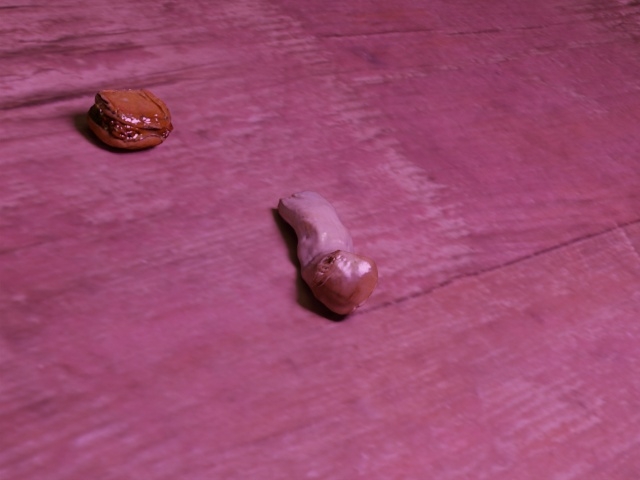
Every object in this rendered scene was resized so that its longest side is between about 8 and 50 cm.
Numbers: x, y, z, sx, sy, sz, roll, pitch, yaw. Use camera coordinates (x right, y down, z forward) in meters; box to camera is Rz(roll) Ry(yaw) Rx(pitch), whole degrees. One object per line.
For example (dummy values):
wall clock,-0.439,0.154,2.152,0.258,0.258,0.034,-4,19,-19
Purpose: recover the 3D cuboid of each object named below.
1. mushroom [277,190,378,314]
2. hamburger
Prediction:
mushroom,0.003,0.000,1.379,0.059,0.054,0.202,9,26,-19
hamburger,-0.191,-0.121,1.461,0.083,0.044,0.076,-3,35,-41
